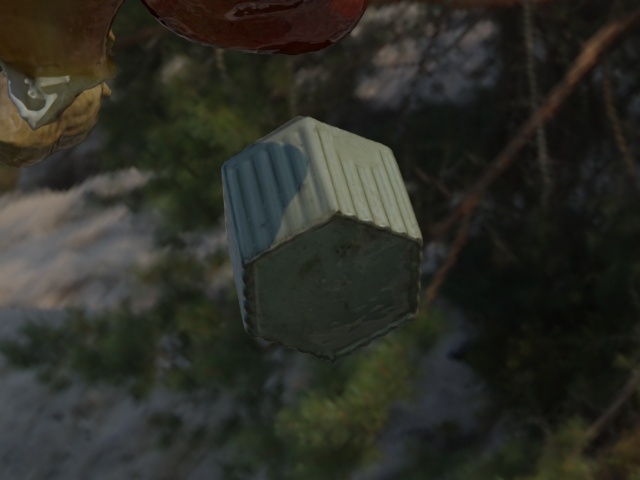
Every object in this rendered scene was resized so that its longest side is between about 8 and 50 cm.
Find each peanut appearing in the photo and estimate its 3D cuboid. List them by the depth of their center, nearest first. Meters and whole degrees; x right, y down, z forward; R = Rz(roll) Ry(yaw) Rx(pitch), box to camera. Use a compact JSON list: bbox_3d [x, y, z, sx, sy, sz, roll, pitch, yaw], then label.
[{"bbox_3d":[-0.343,-0.164,1.958,0.129,0.129,0.224,-35,10,40],"label":"peanut"}]

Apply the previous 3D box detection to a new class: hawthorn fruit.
[{"bbox_3d":[-0.096,-0.320,1.605,0.330,0.287,0.287,2,40,27],"label":"hawthorn fruit"}]

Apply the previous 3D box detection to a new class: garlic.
[{"bbox_3d":[-0.175,-0.270,1.213,0.286,0.249,0.313,-33,-24,-53],"label":"garlic"}]

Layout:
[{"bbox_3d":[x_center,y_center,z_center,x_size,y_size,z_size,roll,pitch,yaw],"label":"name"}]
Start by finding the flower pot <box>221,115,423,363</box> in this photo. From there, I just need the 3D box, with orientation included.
[{"bbox_3d":[0.000,0.000,1.862,0.209,0.239,0.189,-54,32,29],"label":"flower pot"}]
